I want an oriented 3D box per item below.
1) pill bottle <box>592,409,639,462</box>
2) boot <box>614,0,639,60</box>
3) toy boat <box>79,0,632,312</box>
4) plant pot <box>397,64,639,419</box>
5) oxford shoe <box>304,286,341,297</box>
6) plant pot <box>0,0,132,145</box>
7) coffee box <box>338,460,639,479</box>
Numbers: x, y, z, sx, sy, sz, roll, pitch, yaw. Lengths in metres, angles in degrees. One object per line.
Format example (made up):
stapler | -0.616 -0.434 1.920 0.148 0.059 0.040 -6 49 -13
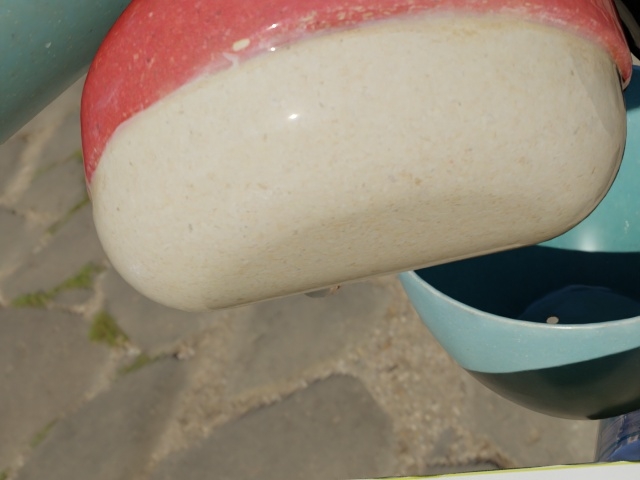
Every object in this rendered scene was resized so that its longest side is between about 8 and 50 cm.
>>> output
pill bottle | 0.339 0.226 1.353 0.146 0.146 0.264 -22 15 22
boot | 0.048 -0.176 0.532 0.260 0.348 0.131 4 65 24
toy boat | 0.000 -0.062 0.420 0.151 0.151 0.231 -12 -2 -4
plant pot | 0.202 0.025 1.076 0.290 0.195 0.290 -7 43 7
oxford shoe | 0.000 0.000 1.325 0.076 0.076 0.212 -8 16 -13
plant pot | -0.242 -0.158 0.680 0.341 0.341 0.334 5 50 50
coffee box | 0.161 0.326 0.821 0.338 0.337 0.334 -14 63 44
